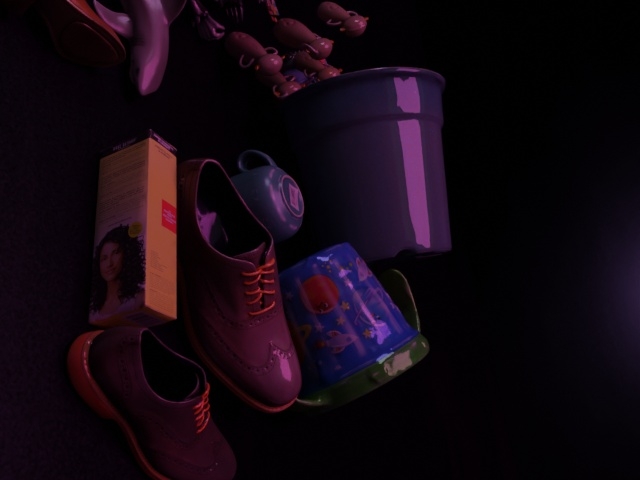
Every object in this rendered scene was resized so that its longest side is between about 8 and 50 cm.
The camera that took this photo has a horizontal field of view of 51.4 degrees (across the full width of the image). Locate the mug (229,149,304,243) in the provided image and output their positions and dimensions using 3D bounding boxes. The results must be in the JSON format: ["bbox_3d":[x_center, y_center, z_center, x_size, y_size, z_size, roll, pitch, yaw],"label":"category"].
[{"bbox_3d":[-0.092,-0.071,1.106,0.157,0.098,0.129,66,23,-15],"label":"mug"}]

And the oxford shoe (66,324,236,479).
[{"bbox_3d":[-0.160,0.198,0.743,0.271,0.099,0.096,56,27,-34],"label":"oxford shoe"}]

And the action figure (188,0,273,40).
[{"bbox_3d":[-0.162,-0.443,1.158,0.140,0.164,0.275,64,18,-7],"label":"action figure"}]

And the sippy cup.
[{"bbox_3d":[0.025,0.133,1.087,0.224,0.240,0.305,63,12,6],"label":"sippy cup"}]

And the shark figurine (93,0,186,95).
[{"bbox_3d":[-0.253,-0.358,0.939,0.278,0.116,0.166,67,21,-16],"label":"shark figurine"}]

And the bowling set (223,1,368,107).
[{"bbox_3d":[-0.031,-0.333,1.307,0.154,0.287,0.199,41,-29,39],"label":"bowling set"}]

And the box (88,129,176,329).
[{"bbox_3d":[-0.218,-0.012,0.787,0.058,0.087,0.232,39,38,-54],"label":"box"}]

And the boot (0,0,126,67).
[{"bbox_3d":[-0.316,-0.315,0.814,0.197,0.073,0.152,37,36,-58],"label":"boot"}]

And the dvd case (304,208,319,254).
[{"bbox_3d":[0.000,0.000,1.380,0.087,0.013,0.119,25,52,-61],"label":"dvd case"}]

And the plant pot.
[{"bbox_3d":[0.106,-0.119,1.310,0.341,0.341,0.333,3,76,-66],"label":"plant pot"}]

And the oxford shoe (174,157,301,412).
[{"bbox_3d":[-0.110,0.065,0.870,0.130,0.133,0.363,-33,100,-37],"label":"oxford shoe"}]

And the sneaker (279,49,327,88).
[{"bbox_3d":[-0.011,-0.332,1.491,0.262,0.104,0.125,24,54,-61],"label":"sneaker"}]

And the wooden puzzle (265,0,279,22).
[{"bbox_3d":[-0.114,-0.544,1.536,0.083,0.006,0.049,69,23,-8],"label":"wooden puzzle"}]
